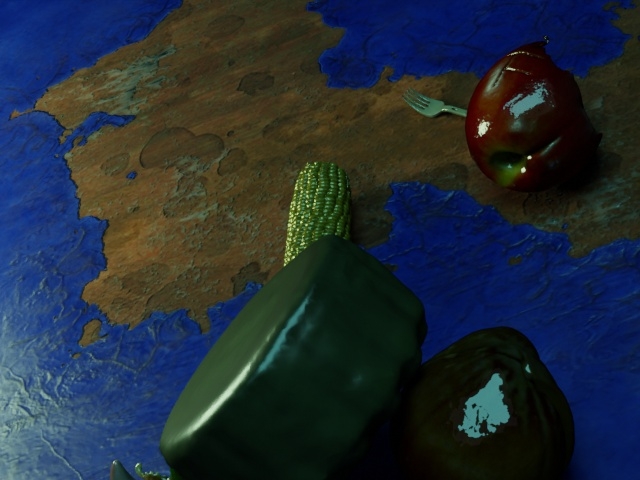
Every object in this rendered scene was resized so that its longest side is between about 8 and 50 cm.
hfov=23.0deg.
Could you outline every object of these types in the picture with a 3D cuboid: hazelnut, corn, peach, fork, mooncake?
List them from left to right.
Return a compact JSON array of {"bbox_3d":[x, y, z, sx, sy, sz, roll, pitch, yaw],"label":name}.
[{"bbox_3d":[-0.023,0.173,1.906,0.356,0.194,0.356,-49,10,12],"label":"mooncake"},{"bbox_3d":[0.000,0.000,2.242,0.106,0.106,0.293,-10,41,15],"label":"corn"},{"bbox_3d":[0.222,-0.192,2.385,0.219,0.028,0.034,20,50,33],"label":"fork"},{"bbox_3d":[0.194,0.209,1.853,0.217,0.217,0.251,-9,26,16],"label":"hazelnut"},{"bbox_3d":[0.308,-0.181,2.214,0.190,0.196,0.226,30,56,2],"label":"peach"}]

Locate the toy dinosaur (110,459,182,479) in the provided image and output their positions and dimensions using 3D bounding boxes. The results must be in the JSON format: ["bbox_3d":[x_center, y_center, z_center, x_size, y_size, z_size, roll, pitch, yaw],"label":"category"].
[{"bbox_3d":[-0.238,0.338,1.971,0.177,0.194,0.152,1,53,-4],"label":"toy dinosaur"}]
